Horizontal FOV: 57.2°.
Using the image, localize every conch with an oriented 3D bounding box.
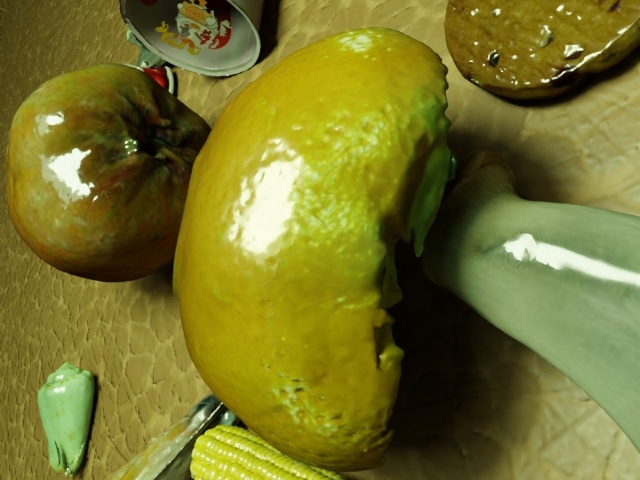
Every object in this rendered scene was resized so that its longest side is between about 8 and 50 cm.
[{"bbox_3d":[-0.395,0.275,0.904,0.105,0.079,0.170,-30,60,55],"label":"conch"}]

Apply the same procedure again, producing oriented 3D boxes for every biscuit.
[{"bbox_3d":[0.194,-0.214,0.491,0.212,0.036,0.212,-23,57,40],"label":"biscuit"}]

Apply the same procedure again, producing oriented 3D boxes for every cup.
[{"bbox_3d":[-0.151,-0.415,0.851,0.203,0.203,0.289,-8,62,45],"label":"cup"}]

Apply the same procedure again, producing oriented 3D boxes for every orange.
[{"bbox_3d":[-0.009,0.000,0.455,0.262,0.196,0.335,21,97,68],"label":"orange"}]

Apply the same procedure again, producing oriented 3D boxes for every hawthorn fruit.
[{"bbox_3d":[-0.283,-0.069,0.781,0.300,0.267,0.268,-30,53,48],"label":"hawthorn fruit"}]

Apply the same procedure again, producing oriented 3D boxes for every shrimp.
[{"bbox_3d":[-0.191,0.259,0.676,0.317,0.062,0.164,-44,13,3],"label":"shrimp"}]

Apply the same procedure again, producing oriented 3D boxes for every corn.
[{"bbox_3d":[-0.033,0.227,0.518,0.248,0.081,0.081,4,77,48],"label":"corn"}]

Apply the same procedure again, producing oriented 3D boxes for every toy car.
[{"bbox_3d":[-0.331,-0.251,1.018,0.139,0.112,0.112,-27,56,37],"label":"toy car"}]

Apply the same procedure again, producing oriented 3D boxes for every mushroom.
[{"bbox_3d":[0.173,0.051,0.341,0.159,0.122,0.328,-55,41,3],"label":"mushroom"}]

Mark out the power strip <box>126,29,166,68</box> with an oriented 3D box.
[{"bbox_3d":[-0.286,-0.436,1.059,0.251,0.092,0.257,-7,68,46],"label":"power strip"}]
